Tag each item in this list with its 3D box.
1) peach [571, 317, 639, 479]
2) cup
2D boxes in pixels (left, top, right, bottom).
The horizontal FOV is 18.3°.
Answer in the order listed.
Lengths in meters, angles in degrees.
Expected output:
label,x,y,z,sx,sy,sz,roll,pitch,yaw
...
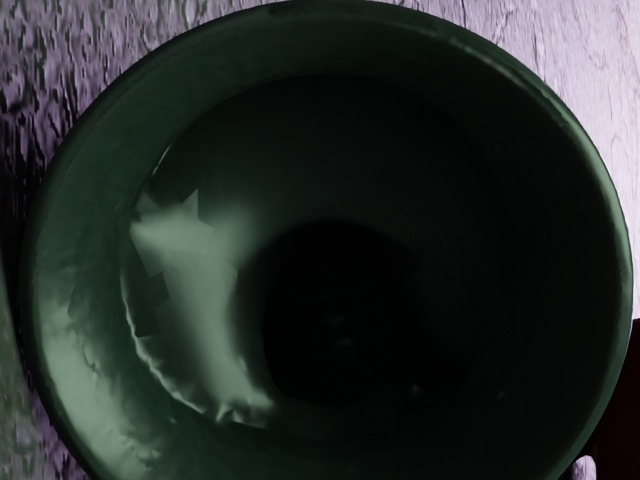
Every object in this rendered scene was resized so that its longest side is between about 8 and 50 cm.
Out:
label,x,y,z,sx,sy,sz,roll,pitch,yaw
peach,0.296,0.205,1.306,0.406,0.310,0.335,-3,92,-76
cup,0.000,0.000,0.709,0.150,0.199,0.199,-97,177,-73
